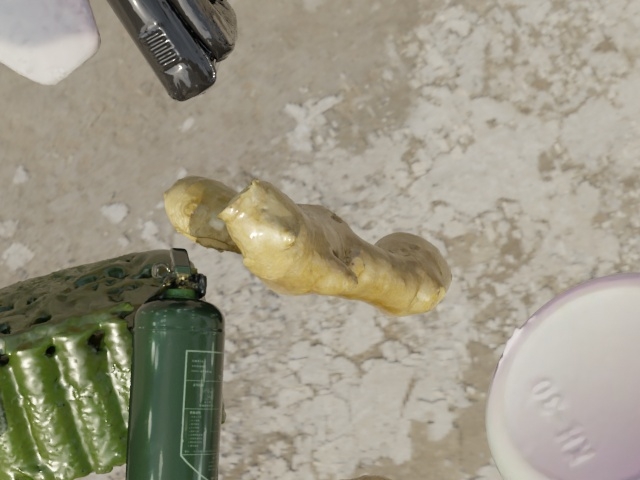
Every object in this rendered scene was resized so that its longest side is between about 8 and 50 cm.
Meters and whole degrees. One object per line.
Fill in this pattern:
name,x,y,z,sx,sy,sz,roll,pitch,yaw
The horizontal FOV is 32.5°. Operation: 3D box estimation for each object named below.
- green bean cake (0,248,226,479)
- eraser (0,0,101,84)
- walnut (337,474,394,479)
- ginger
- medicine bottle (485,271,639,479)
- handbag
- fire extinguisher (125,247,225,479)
green bean cake,-0.303,0.143,1.416,0.335,0.319,0.218,-13,111,-11
eraser,-0.243,-0.225,0.827,0.095,0.270,0.174,-38,116,1
walnut,0.071,0.451,1.562,0.257,0.257,0.224,5,56,-21
ginger,0.006,0.020,1.215,0.363,0.348,0.122,25,95,-13
medicine bottle,0.243,0.158,0.725,0.293,0.170,0.170,42,66,-40
handbag,-0.177,-0.297,1.153,0.088,0.244,0.275,-30,111,14
fire extinguisher,-0.147,0.157,1.112,0.095,0.114,0.311,3,83,-11
